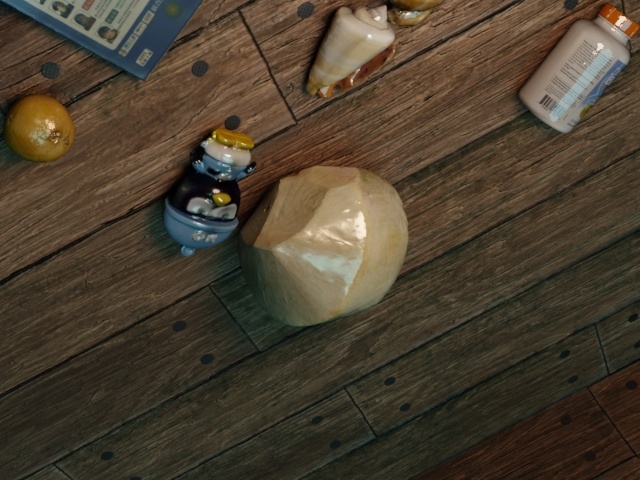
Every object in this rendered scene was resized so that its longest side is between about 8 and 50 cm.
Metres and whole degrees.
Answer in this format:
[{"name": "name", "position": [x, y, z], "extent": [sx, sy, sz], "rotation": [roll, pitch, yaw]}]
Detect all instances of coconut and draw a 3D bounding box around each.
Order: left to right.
[{"name": "coconut", "position": [0.000, 0.000, 1.967], "extent": [0.415, 0.344, 0.415], "rotation": [-34, 143, -31]}]

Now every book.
[{"name": "book", "position": [-0.420, -0.506, 1.583], "extent": [0.428, 0.039, 0.300], "rotation": [28, 113, -36]}]

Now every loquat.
[{"name": "loquat", "position": [-0.553, -0.217, 1.707], "extent": [0.141, 0.141, 0.141], "rotation": [-11, 131, -13]}]

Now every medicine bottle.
[{"name": "medicine bottle", "position": [0.604, -0.403, 2.006], "extent": [0.157, 0.157, 0.289], "rotation": [22, 117, -34]}]

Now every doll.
[{"name": "doll", "position": [-0.247, -0.097, 1.922], "extent": [0.177, 0.141, 0.314], "rotation": [9, 120, -33]}]

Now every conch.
[{"name": "conch", "position": [0.054, -0.410, 1.824], "extent": [0.255, 0.127, 0.158], "rotation": [-31, 165, 35]}]

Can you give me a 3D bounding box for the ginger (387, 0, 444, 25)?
[{"name": "ginger", "position": [0.213, -0.584, 1.692], "extent": [0.256, 0.176, 0.375], "rotation": [-12, 144, -35]}]
